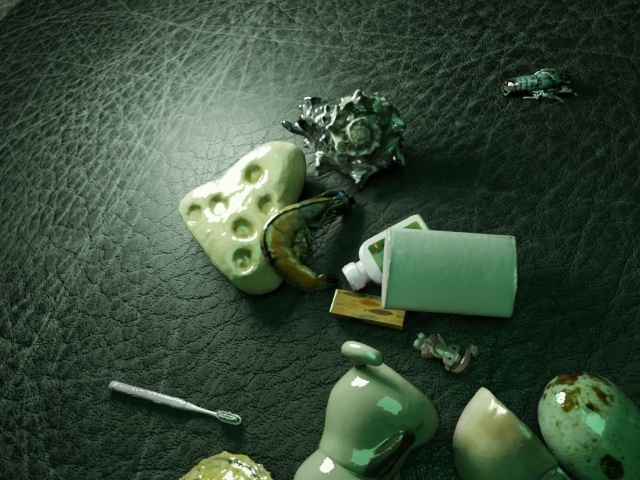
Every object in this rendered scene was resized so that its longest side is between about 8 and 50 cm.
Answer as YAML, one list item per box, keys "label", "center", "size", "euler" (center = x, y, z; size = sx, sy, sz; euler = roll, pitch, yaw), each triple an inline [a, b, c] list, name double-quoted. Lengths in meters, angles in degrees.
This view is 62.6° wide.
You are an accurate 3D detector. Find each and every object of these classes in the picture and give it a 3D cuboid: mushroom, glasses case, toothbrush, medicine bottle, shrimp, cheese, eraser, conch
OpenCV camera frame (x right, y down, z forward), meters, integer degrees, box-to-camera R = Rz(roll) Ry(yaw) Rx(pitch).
- label: "mushroom"
  center: [0.320, 0.399, 0.945]
  size: [0.162, 0.173, 0.236]
  euler: [-44, 58, 1]
- label: "glasses case"
  center: [0.110, 0.158, 1.188]
  size: [0.169, 0.041, 0.065]
  euler: [8, 58, 18]
- label: "toothbrush"
  center: [-0.343, 0.372, 1.214]
  size: [0.353, 0.029, 0.024]
  euler: [9, 56, 18]
- label: "medicine bottle"
  center: [0.158, 0.039, 1.205]
  size: [0.219, 0.078, 0.115]
  euler: [-28, 74, 0]
- label: "shrimp"
  center: [0.000, 0.000, 1.247]
  size: [0.290, 0.054, 0.222]
  euler: [-33, 93, -29]
- label: "cheese"
  center: [-0.142, -0.048, 1.296]
  size: [0.351, 0.129, 0.328]
  euler: [-31, 66, 0]
- label: "eraser"
  center: [0.270, 0.068, 1.115]
  size: [0.270, 0.095, 0.174]
  euler: [4, 83, -1]
- label: "conch"
  center: [0.067, -0.263, 1.276]
  size: [0.312, 0.241, 0.186]
  euler: [20, 50, 21]
- label: "shrimp"
  center: [0.540, -0.379, 1.299]
  size: [0.174, 0.076, 0.082]
  euler: [1, 89, 15]

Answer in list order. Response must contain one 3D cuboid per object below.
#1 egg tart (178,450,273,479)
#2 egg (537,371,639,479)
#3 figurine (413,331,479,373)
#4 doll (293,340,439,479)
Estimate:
- label: "egg tart"
  center: [-0.207, 0.582, 0.987]
  size: [0.351, 0.150, 0.352]
  euler: [-15, 62, 30]
- label: "egg"
  center: [0.491, 0.347, 0.936]
  size: [0.169, 0.169, 0.231]
  euler: [-25, 72, 2]
- label: "figurine"
  center: [0.264, 0.233, 1.112]
  size: [0.129, 0.054, 0.072]
  euler: [20, 58, 29]
- label: "doll"
  center: [0.086, 0.396, 0.991]
  size: [0.225, 0.215, 0.371]
  euler: [21, 81, -8]
